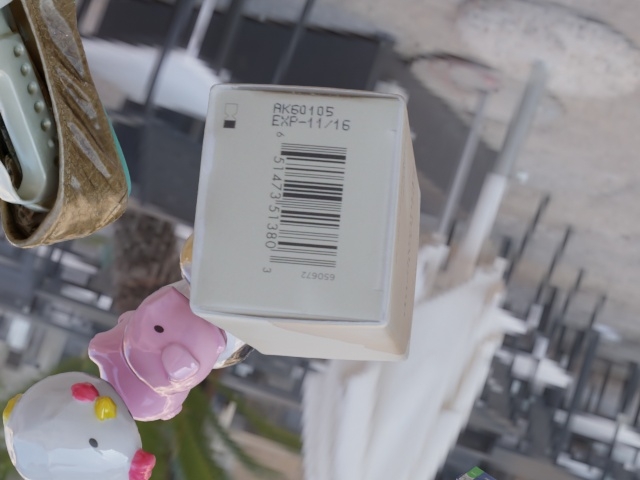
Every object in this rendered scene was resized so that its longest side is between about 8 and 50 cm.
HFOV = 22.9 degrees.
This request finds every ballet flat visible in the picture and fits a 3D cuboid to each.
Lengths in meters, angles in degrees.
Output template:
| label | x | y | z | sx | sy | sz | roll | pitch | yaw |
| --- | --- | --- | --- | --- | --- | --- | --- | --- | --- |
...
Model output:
| label | x | y | z | sx | sy | sz | roll | pitch | yaw |
| --- | --- | --- | --- | --- | --- | --- | --- | --- | --- |
| ballet flat | -0.234 | -0.142 | 1.145 | 0.116 | 0.124 | 0.342 | 12 | 126 | 37 |

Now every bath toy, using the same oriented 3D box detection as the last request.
| label | x | y | z | sx | sy | sz | roll | pitch | yaw |
| --- | --- | --- | --- | --- | --- | --- | --- | --- | --- |
| bath toy | -0.119 | 0.090 | 1.343 | 0.129 | 0.348 | 0.151 | 15 | 129 | 29 |

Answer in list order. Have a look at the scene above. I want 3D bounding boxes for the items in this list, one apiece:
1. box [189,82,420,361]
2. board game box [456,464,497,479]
| label | x | y | z | sx | sy | sz | roll | pitch | yaw |
| --- | --- | --- | --- | --- | --- | --- | --- | --- | --- |
| box | 0.000 | 0.000 | 1.073 | 0.121 | 0.148 | 0.311 | 4 | 173 | 6 |
| board game box | 0.251 | 0.376 | 1.920 | 0.201 | 0.035 | 0.136 | 29 | 138 | 43 |
